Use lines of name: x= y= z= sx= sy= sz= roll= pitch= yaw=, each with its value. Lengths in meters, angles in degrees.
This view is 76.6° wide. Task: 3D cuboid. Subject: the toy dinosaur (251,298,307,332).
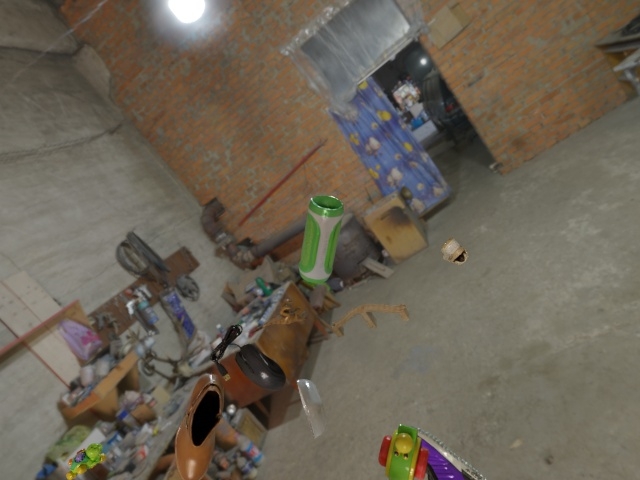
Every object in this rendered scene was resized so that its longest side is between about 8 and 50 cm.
toy dinosaur: x=-0.131 y=0.274 z=1.436 sx=0.212 sy=0.112 sz=0.064 roll=-5 pitch=23 yaw=-28

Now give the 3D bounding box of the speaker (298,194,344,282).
speaker: x=0.000 y=0.000 z=1.397 sx=0.131 sy=0.131 sz=0.296 roll=-51 pitch=-24 yaw=-55

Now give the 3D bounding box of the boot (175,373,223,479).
boot: x=-0.293 y=0.481 z=1.006 sx=0.220 sy=0.109 sz=0.283 roll=154 pitch=132 yaw=-70

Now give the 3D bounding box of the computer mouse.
computer mouse: x=-0.253 y=0.423 z=1.332 sx=0.184 sy=0.262 sz=0.060 roll=-47 pitch=-6 yaw=17

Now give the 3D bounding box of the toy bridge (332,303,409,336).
toy bridge: x=0.110 y=0.174 z=0.928 sx=0.188 sy=0.063 sz=0.026 roll=-20 pitch=33 yaw=24

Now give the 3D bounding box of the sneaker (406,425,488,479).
sneaker: x=0.355 y=0.695 z=1.217 sx=0.146 sy=0.293 sz=0.102 roll=-54 pitch=-29 yaw=-8

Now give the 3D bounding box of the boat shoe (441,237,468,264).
boat shoe: x=0.389 y=0.043 z=1.158 sx=0.063 sy=0.059 sz=0.170 roll=-48 pitch=-28 yaw=9

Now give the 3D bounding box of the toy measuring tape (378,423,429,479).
toy measuring tape: x=0.207 y=0.552 z=1.002 sx=0.122 sy=0.330 sz=0.121 roll=-7 pitch=50 yaw=8

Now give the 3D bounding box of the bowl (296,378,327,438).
bowl: x=-0.023 y=0.501 z=1.226 sx=0.053 sy=0.141 sz=0.142 roll=-17 pitch=26 yaw=-10

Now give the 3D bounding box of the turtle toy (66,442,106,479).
turtle toy: x=-0.729 y=0.682 z=1.268 sx=0.130 sy=0.066 sz=0.095 roll=-33 pitch=-12 yaw=18
